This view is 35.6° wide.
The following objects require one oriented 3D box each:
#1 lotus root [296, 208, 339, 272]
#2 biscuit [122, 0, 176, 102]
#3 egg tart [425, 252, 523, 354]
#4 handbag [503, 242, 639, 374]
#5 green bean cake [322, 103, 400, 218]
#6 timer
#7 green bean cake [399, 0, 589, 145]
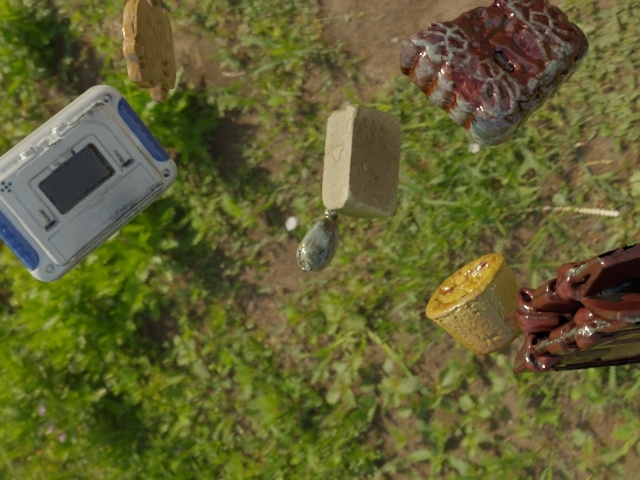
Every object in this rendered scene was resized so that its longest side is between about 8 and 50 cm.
[{"bbox_3d":[0.001,0.001,2.213,0.088,0.165,0.088,22,159,9],"label":"lotus root"},{"bbox_3d":[-0.203,-0.239,1.204,0.027,0.184,0.133,-4,83,6],"label":"biscuit"},{"bbox_3d":[0.333,0.139,2.055,0.202,0.202,0.147,-29,106,41],"label":"egg tart"},{"bbox_3d":[0.305,0.048,0.793,0.260,0.275,0.084,108,154,-76],"label":"handbag"},{"bbox_3d":[0.069,-0.131,1.675,0.085,0.109,0.179,-8,76,55],"label":"green bean cake"},{"bbox_3d":[-0.335,-0.079,1.367,0.178,0.253,0.078,53,164,-18],"label":"timer"},{"bbox_3d":[0.259,-0.268,1.447,0.198,0.232,0.097,48,161,10],"label":"green bean cake"}]
